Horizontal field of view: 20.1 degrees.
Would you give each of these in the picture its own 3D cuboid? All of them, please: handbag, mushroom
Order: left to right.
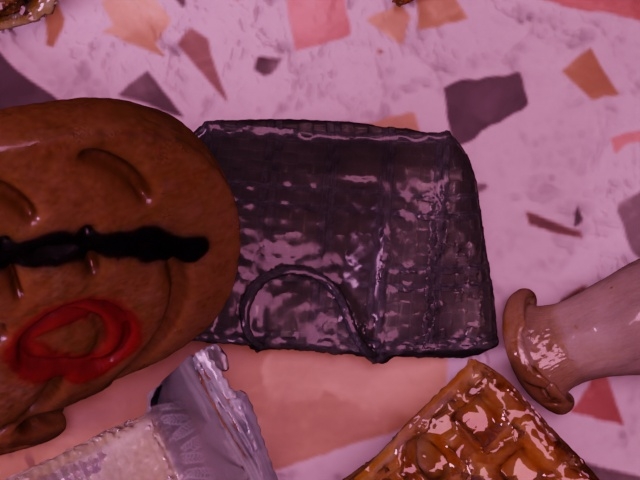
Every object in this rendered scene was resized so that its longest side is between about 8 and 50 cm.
[{"bbox_3d":[0.000,0.000,1.309,0.270,0.088,0.175,3,90,-5],"label":"handbag"},{"bbox_3d":[0.238,0.059,1.317,0.212,0.088,0.097,-19,118,-2],"label":"mushroom"}]

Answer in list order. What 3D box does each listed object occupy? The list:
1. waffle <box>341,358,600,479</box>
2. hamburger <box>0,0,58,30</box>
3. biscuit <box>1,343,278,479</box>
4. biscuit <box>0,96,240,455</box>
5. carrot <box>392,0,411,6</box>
[{"bbox_3d":[0.138,0.259,1.281,0.213,0.091,0.308,-41,88,-8],"label":"waffle"},{"bbox_3d":[-0.249,-0.264,1.305,0.183,0.130,0.206,22,101,-1],"label":"hamburger"},{"bbox_3d":[-0.169,0.211,1.217,0.309,0.079,0.186,-25,69,-6],"label":"biscuit"},{"bbox_3d":[-0.225,0.050,1.164,0.367,0.314,0.063,-19,51,-13],"label":"biscuit"},{"bbox_3d":[0.148,-0.281,1.364,0.066,0.062,0.271,32,85,-34],"label":"carrot"}]
